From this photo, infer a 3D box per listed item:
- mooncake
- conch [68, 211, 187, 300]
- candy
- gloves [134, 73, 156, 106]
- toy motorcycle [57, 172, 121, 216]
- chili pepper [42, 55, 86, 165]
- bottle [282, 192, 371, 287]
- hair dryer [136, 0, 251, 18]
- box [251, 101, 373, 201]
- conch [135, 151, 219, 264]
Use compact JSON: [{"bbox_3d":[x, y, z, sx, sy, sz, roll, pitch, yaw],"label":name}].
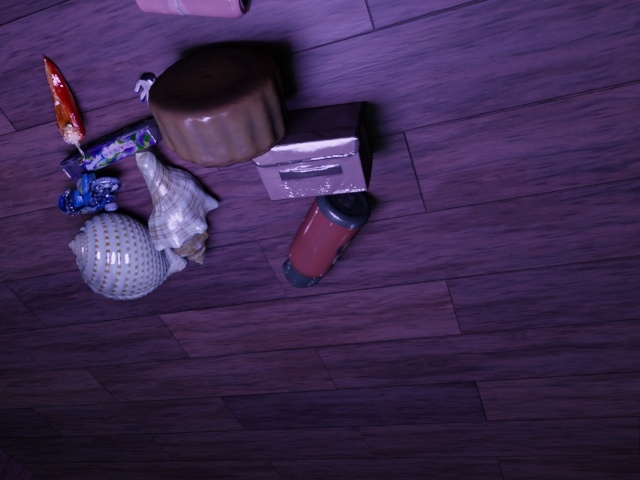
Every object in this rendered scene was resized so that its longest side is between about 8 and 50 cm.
[{"bbox_3d":[-0.211,-0.283,1.196,0.291,0.290,0.161,0,135,13],"label":"mooncake"},{"bbox_3d":[-0.575,0.071,1.643,0.319,0.215,0.303,35,143,-25],"label":"conch"},{"bbox_3d":[-0.525,-0.237,1.441,0.313,0.088,0.061,-15,121,25],"label":"candy"},{"bbox_3d":[-0.414,-0.358,1.352,0.064,0.026,0.086,6,137,9],"label":"gloves"},{"bbox_3d":[-0.630,-0.121,1.531,0.136,0.092,0.254,-5,165,-36],"label":"toy motorcycle"},{"bbox_3d":[-0.624,-0.318,1.387,0.059,0.050,0.267,-10,105,21],"label":"chili pepper"},{"bbox_3d":[0.000,0.000,1.510,0.144,0.144,0.336,24,135,-9],"label":"bottle"},{"bbox_3d":[-0.252,-0.561,1.010,0.211,0.125,0.352,7,152,6],"label":"hair dryer"},{"bbox_3d":[-0.013,-0.203,1.298,0.252,0.188,0.153,-6,127,15],"label":"box"},{"bbox_3d":[-0.371,-0.070,1.503,0.169,0.203,0.386,45,156,30],"label":"conch"}]
